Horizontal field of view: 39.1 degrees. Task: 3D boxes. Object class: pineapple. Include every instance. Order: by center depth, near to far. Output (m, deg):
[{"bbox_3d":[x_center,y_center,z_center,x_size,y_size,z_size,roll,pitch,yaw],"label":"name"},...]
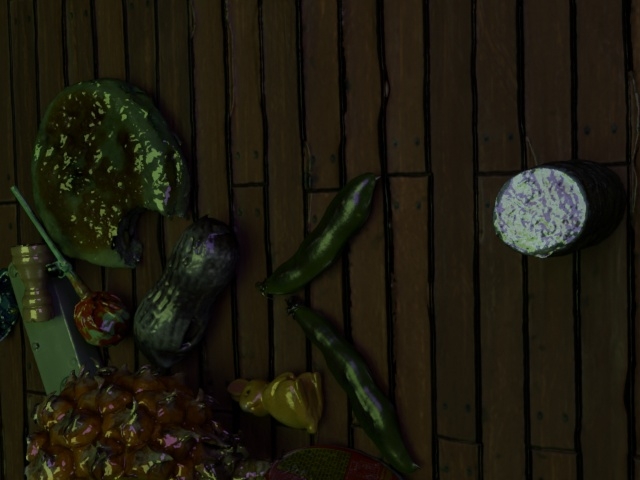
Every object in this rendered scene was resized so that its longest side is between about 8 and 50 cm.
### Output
[{"bbox_3d":[-0.204,0.249,1.263,0.286,0.344,0.209,-9,70,13],"label":"pineapple"}]

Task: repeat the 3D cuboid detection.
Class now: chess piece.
[{"bbox_3d":[-0.443,0.065,1.402,0.066,0.066,0.122,-5,92,28],"label":"chess piece"}]

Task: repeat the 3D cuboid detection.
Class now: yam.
[{"bbox_3d":[0.267,-0.036,1.003,0.107,0.194,0.107,3,97,30],"label":"yam"}]

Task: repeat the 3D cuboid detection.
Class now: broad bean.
[{"bbox_3d":[0.045,0.186,1.220,0.060,0.043,0.297,-45,71,35],"label":"broad bean"},{"bbox_3d":[0.002,0.003,1.231,0.254,0.046,0.065,-47,59,23],"label":"broad bean"}]

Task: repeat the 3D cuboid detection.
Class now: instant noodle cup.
[{"bbox_3d":[0.004,0.409,1.188,0.193,0.193,0.212,21,111,26],"label":"instant noodle cup"}]

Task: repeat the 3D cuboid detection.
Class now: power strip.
[{"bbox_3d":[-0.402,0.199,1.451,0.091,0.062,0.385,-25,80,27],"label":"power strip"}]

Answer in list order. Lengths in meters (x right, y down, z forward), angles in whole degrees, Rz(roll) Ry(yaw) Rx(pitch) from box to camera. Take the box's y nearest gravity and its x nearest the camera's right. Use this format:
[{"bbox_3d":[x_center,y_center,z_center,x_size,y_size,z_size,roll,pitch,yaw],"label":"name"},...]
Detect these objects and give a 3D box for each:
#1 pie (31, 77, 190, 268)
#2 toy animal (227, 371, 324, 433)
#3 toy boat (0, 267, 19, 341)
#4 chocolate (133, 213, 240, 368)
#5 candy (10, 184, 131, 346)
[{"bbox_3d":[-0.334,-0.105,1.394,0.302,0.067,0.303,1,93,28],"label":"pie"},{"bbox_3d":[-0.074,0.227,1.276,0.159,0.070,0.083,-3,93,33],"label":"toy animal"},{"bbox_3d":[-0.532,0.112,1.516,0.061,0.060,0.137,37,107,44],"label":"toy boat"},{"bbox_3d":[-0.194,0.074,1.308,0.110,0.110,0.248,39,107,21],"label":"chocolate"},{"bbox_3d":[-0.385,0.040,1.370,0.084,0.078,0.288,-7,117,58],"label":"candy"}]
